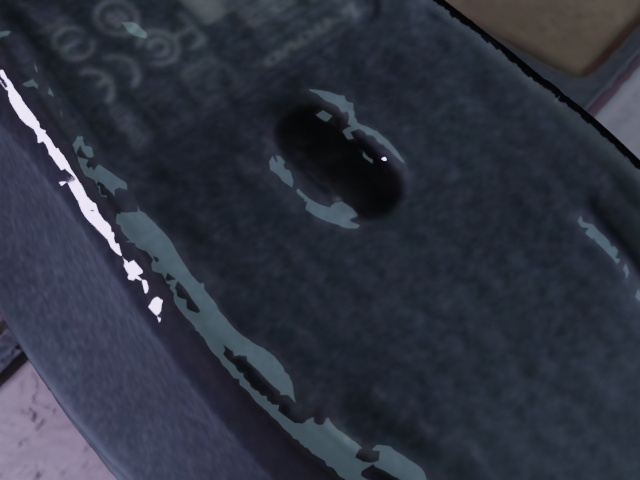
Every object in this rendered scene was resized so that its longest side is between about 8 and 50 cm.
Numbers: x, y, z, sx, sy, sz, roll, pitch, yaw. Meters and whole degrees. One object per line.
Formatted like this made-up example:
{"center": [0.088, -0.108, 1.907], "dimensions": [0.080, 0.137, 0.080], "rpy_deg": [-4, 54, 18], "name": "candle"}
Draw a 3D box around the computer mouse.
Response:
{"center": [0.001, 0.001, 0.618], "dimensions": [0.203, 0.114, 0.374], "rpy_deg": [-33, 68, -27], "name": "computer mouse"}
